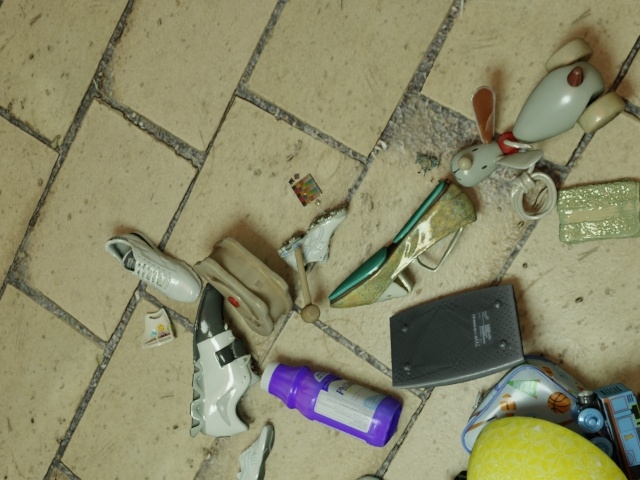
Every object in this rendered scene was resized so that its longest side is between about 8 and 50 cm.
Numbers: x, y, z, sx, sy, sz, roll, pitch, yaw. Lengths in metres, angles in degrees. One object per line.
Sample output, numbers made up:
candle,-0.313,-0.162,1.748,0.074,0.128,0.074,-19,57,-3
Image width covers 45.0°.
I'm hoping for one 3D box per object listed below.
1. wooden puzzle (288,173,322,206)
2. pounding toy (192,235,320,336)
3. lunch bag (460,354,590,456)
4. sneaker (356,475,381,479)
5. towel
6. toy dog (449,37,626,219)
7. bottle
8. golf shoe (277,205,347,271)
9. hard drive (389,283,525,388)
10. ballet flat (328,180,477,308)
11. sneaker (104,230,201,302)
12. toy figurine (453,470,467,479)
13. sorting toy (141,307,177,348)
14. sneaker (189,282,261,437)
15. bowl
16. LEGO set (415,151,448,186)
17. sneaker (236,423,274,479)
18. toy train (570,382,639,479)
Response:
wooden puzzle,-0.028,-0.104,1.604,0.049,0.006,0.083,-35,81,18
pounding toy,-0.113,0.086,1.580,0.269,0.154,0.155,39,66,7
lunch bag,0.415,0.372,1.416,0.303,0.115,0.243,38,107,13
sneaker,0.012,0.623,1.523,0.127,0.208,0.319,33,104,14
towel,0.505,-0.052,1.403,0.148,0.027,0.110,-6,90,20
toy dog,0.375,-0.211,1.365,0.220,0.161,0.334,39,104,22
bottle,0.017,0.320,1.553,0.282,0.118,0.092,19,100,19
golf shoe,0.000,0.000,1.580,0.176,0.069,0.086,-37,98,23
hard drive,0.254,0.188,1.450,0.254,0.054,0.172,-19,51,25
ballet flat,0.163,0.039,1.493,0.123,0.123,0.348,47,107,12
sneaker,-0.367,0.066,1.691,0.235,0.095,0.090,32,101,14
toy figurine,0.259,0.569,1.462,0.213,0.148,0.210,-38,80,17
sorting toy,-0.361,0.193,1.725,0.083,0.045,0.075,-22,78,20
sneaker,-0.196,0.251,1.640,0.146,0.122,0.331,1,92,2
bowl,0.355,0.453,1.276,0.289,0.156,0.290,22,134,26
LEGO set,0.215,-0.141,1.510,0.054,0.023,0.083,-19,100,22
sneaker,-0.142,0.459,1.652,0.061,0.053,0.152,21,100,20
toy train,0.489,0.332,1.290,0.105,0.080,0.184,-17,91,6
